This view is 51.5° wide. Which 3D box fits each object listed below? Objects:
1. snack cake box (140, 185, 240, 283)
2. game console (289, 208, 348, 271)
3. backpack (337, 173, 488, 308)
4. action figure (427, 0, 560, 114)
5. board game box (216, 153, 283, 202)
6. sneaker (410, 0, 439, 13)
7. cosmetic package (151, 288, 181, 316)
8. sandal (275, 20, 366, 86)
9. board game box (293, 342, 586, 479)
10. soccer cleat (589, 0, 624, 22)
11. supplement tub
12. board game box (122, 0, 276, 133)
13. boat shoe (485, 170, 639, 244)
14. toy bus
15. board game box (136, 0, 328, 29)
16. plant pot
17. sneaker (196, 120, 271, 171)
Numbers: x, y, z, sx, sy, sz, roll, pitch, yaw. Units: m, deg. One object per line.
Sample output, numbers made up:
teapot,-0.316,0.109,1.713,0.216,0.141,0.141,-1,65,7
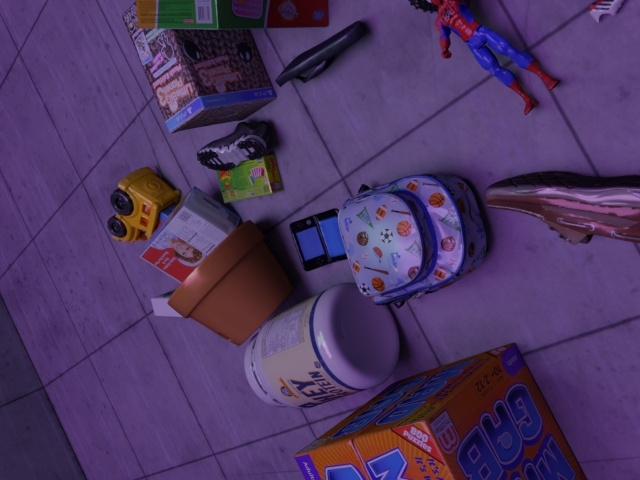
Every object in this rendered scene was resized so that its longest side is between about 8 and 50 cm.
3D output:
snack cake box,-0.352,-0.007,1.780,0.152,0.089,0.264,35,130,-19
game console,0.000,0.000,1.545,0.122,0.107,0.071,71,162,-3
backpack,0.180,-0.012,1.300,0.263,0.213,0.277,-22,87,33
action figure,0.265,-0.329,1.118,0.280,0.139,0.091,46,128,7
board game box,-0.180,-0.153,1.663,0.181,0.043,0.092,-7,100,42
sneaker,0.249,-0.478,1.161,0.237,0.085,0.086,-21,49,52
cosmetic package,-0.379,0.179,1.919,0.239,0.098,0.061,-4,103,41
sandal,-0.003,-0.377,1.403,0.254,0.097,0.054,-16,121,44
board game box,0.245,0.469,1.299,0.356,0.356,0.357,-32,83,42
soccer cleat,0.462,-0.373,1.037,0.083,0.029,0.036,-25,97,46
supplement tub,-0.005,0.253,1.525,0.324,0.235,0.236,-31,84,43
board game box,-0.274,-0.420,1.522,0.141,0.232,0.291,-22,91,43
boat shoe,0.430,-0.048,1.119,0.324,0.123,0.117,9,113,41
toy bus,-0.482,-0.067,1.907,0.211,0.149,0.220,31,127,10
board game box,-0.175,-0.469,1.359,0.242,0.316,0.064,14,114,37
plant pot,-0.204,0.120,1.642,0.203,0.291,0.291,44,131,0
sneaker,-0.205,-0.236,1.623,0.234,0.106,0.078,-9,134,40
